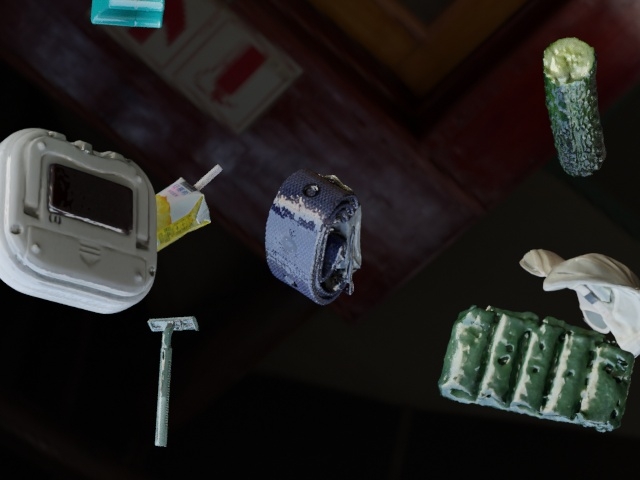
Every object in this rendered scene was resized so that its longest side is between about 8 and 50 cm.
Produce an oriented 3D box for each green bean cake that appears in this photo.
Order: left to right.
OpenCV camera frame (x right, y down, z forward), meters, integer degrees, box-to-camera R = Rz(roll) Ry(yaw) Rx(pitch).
[{"bbox_3d":[0.237,0.141,1.524,0.193,0.107,0.208,10,173,13],"label":"green bean cake"}]

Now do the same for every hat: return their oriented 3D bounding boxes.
[{"bbox_3d":[0.464,0.071,2.377,0.219,0.164,0.226,39,-154,-24],"label":"hat"}]

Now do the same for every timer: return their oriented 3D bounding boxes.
[{"bbox_3d":[-0.338,-0.030,1.942,0.262,0.087,0.237,18,-121,-39],"label":"timer"}]

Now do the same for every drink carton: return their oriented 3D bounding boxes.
[{"bbox_3d":[-0.228,-0.043,2.180,0.084,0.200,0.074,35,147,43],"label":"drink carton"}]

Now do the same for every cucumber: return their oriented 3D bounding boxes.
[{"bbox_3d":[0.257,-0.129,1.440,0.058,0.058,0.187,63,179,33],"label":"cucumber"}]

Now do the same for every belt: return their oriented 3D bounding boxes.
[{"bbox_3d":[0.000,0.000,2.174,0.126,0.230,0.139,31,-124,24],"label":"belt"}]

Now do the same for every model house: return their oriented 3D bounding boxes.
[{"bbox_3d":[-0.259,-0.356,1.917,0.101,0.127,0.149,1,-144,-10],"label":"model house"}]

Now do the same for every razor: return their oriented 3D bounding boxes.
[{"bbox_3d":[-0.246,0.223,2.247,0.036,0.084,0.211,43,-134,-58],"label":"razor"}]
